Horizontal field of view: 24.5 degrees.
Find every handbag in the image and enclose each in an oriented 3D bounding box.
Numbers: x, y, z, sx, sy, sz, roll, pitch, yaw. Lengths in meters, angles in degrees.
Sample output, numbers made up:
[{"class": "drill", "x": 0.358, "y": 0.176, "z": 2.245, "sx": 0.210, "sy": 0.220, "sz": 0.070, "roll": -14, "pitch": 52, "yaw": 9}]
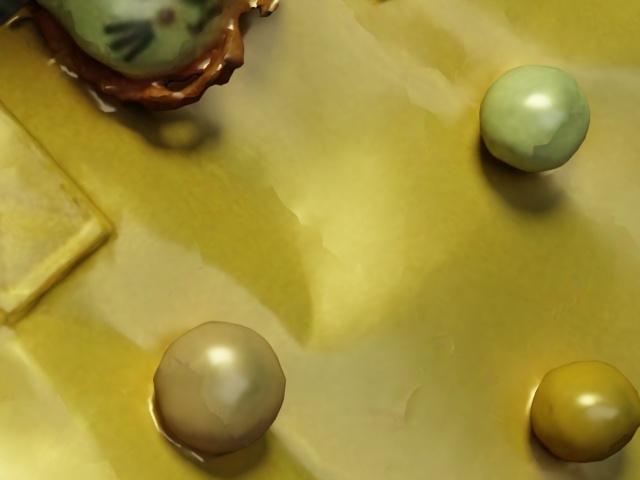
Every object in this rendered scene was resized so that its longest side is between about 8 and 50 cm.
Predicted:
[{"class": "handbag", "x": 0.000, "y": 0.000, "z": 0.502, "sx": 0.401, "sy": 0.133, "sz": 0.283, "roll": -42, "pitch": 92, "yaw": -24}]
